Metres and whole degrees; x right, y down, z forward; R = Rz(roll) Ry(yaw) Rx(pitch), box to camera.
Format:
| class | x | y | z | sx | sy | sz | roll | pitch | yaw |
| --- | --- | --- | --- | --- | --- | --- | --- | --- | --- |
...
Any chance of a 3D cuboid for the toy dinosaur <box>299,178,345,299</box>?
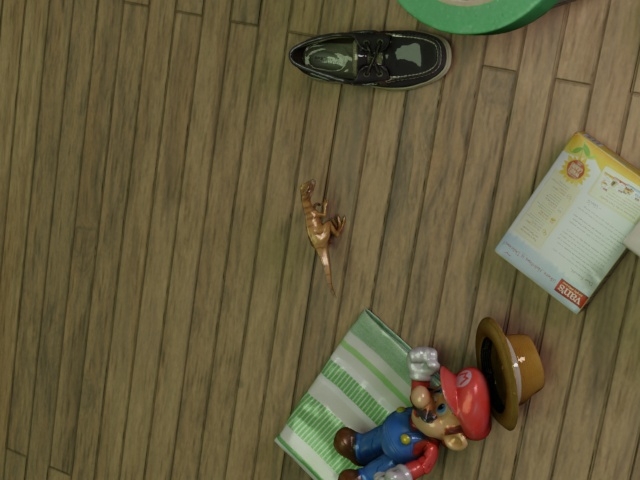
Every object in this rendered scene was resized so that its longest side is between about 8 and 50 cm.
| class | x | y | z | sx | sy | sz | roll | pitch | yaw |
| --- | --- | --- | --- | --- | --- | --- | --- | --- | --- |
| toy dinosaur | 0.000 | 0.000 | 2.011 | 0.064 | 0.112 | 0.211 | -18 | 89 | 29 |

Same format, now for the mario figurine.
| class | x | y | z | sx | sy | sz | roll | pitch | yaw |
| --- | --- | --- | --- | --- | --- | --- | --- | --- | --- |
| mario figurine | 0.139 | 0.299 | 1.905 | 0.320 | 0.170 | 0.198 | -38 | 75 | 29 |

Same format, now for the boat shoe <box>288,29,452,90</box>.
| class | x | y | z | sx | sy | sz | roll | pitch | yaw |
| --- | --- | --- | --- | --- | --- | --- | --- | --- | --- |
| boat shoe | 0.078 | -0.305 | 1.936 | 0.285 | 0.092 | 0.102 | 7 | 100 | 28 |

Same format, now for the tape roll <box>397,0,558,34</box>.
| class | x | y | z | sx | sy | sz | roll | pitch | yaw |
| --- | --- | --- | --- | --- | --- | --- | --- | --- | --- |
| tape roll | 0.234 | -0.465 | 1.694 | 0.321 | 0.077 | 0.321 | 5 | 100 | 30 |

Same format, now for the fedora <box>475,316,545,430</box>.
| class | x | y | z | sx | sy | sz | roll | pitch | yaw |
| --- | --- | --- | --- | --- | --- | --- | --- | --- | --- |
| fedora | 0.313 | 0.211 | 1.864 | 0.079 | 0.194 | 0.194 | -11 | 92 | -9 |

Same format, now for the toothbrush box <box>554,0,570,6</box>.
| class | x | y | z | sx | sy | sz | roll | pitch | yaw |
| --- | --- | --- | --- | --- | --- | --- | --- | --- | --- |
| toothbrush box | 0.322 | -0.503 | 1.754 | 0.216 | 0.126 | 0.295 | -13 | 92 | 31 |

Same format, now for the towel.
| class | x | y | z | sx | sy | sz | roll | pitch | yaw |
| --- | --- | --- | --- | --- | --- | --- | --- | --- | --- |
| towel | 0.080 | 0.323 | 2.055 | 0.248 | 0.038 | 0.324 | 42 | 115 | 19 |

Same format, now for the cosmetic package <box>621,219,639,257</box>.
| class | x | y | z | sx | sy | sz | roll | pitch | yaw |
| --- | --- | --- | --- | --- | --- | --- | --- | --- | --- |
| cosmetic package | 0.604 | 0.040 | 1.656 | 0.296 | 0.153 | 0.129 | 41 | 114 | 20 |

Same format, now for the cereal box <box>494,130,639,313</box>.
| class | x | y | z | sx | sy | sz | roll | pitch | yaw |
| --- | --- | --- | --- | --- | --- | --- | --- | --- | --- |
| cereal box | 0.409 | -0.027 | 1.814 | 0.173 | 0.047 | 0.240 | 40 | 114 | 19 |
